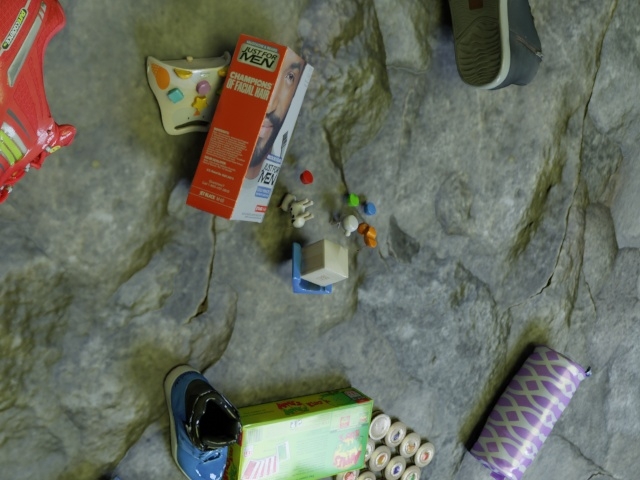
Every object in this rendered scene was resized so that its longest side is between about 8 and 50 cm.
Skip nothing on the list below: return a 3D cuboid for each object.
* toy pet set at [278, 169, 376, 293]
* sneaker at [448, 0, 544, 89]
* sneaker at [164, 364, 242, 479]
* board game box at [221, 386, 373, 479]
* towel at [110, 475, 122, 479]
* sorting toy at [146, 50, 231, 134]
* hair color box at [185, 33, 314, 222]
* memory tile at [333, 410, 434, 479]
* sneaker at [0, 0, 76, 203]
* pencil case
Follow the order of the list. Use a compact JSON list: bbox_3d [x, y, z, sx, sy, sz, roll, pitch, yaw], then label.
[{"bbox_3d":[0.000,0.000,0.916,0.122,0.065,0.114,25,55,-41],"label":"toy pet set"},{"bbox_3d":[0.206,-0.287,0.957,0.118,0.083,0.222,-13,106,-52],"label":"sneaker"},{"bbox_3d":[-0.118,0.212,0.869,0.058,0.085,0.152,-20,116,-30],"label":"sneaker"},{"bbox_3d":[-0.026,0.235,0.969,0.181,0.043,0.092,-3,107,-35],"label":"board game box"},{"bbox_3d":[-0.206,0.423,0.761,0.243,0.040,0.336,41,55,-5],"label":"towel"},{"bbox_3d":[-0.121,-0.137,0.788,0.083,0.045,0.075,-13,131,-32],"label":"sorting toy"},{"bbox_3d":[-0.066,-0.104,0.797,0.093,0.053,0.167,1,108,-75],"label":"hair color box"},{"bbox_3d":[0.088,0.295,1.091,0.148,0.012,0.113,39,81,-37],"label":"memory tile"},{"bbox_3d":[-0.259,-0.073,0.665,0.118,0.107,0.279,3,104,-42],"label":"sneaker"},{"bbox_3d":[0.298,0.248,1.187,0.206,0.086,0.088,-53,155,-8],"label":"pencil case"}]
